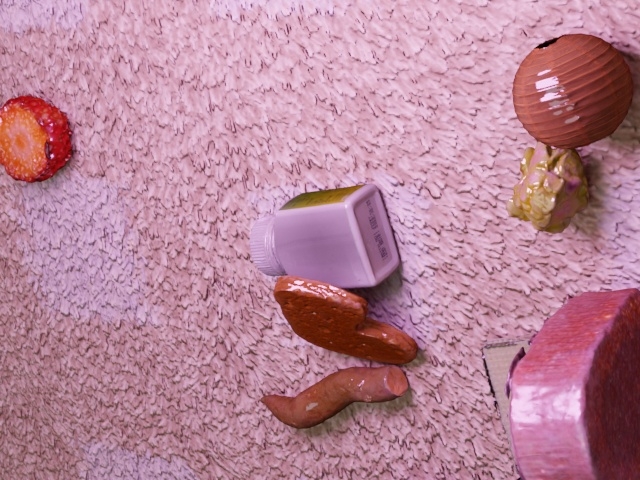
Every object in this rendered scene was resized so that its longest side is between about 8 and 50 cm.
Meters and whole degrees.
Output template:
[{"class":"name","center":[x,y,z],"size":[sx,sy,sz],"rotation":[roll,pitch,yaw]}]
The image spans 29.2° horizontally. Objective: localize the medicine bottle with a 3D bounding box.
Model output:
[{"class":"medicine bottle","center":[0.000,0.000,1.703],"size":[0.188,0.088,0.132],"rotation":[-6,110,37]}]

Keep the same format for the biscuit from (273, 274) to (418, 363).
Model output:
[{"class":"biscuit","center":[0.038,0.109,1.697],"size":[0.186,0.036,0.192],"rotation":[10,154,21]}]

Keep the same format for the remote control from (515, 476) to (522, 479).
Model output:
[{"class":"remote control","center":[0.367,0.398,1.646],"size":[0.266,0.066,0.090],"rotation":[20,122,26]}]

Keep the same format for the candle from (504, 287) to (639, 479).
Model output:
[{"class":"candle","center":[0.354,0.193,1.464],"size":[0.131,0.287,0.317],"rotation":[-11,148,35]}]

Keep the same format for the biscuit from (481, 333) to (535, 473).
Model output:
[{"class":"biscuit","center":[0.309,0.238,1.612],"size":[0.147,0.046,0.250],"rotation":[-14,96,38]}]

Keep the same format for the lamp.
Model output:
[{"class":"lamp","center":[0.285,-0.170,1.396],"size":[0.136,0.136,0.136],"rotation":[15,119,29]}]

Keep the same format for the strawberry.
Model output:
[{"class":"strawberry","center":[-0.456,-0.162,1.947],"size":[0.145,0.086,0.145],"rotation":[15,120,27]}]

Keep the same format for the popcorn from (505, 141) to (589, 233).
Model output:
[{"class":"popcorn","center":[0.273,-0.064,1.477],"size":[0.089,0.097,0.109],"rotation":[28,134,26]}]

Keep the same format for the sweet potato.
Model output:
[{"class":"sweet potato","center":[0.005,0.236,1.829],"size":[0.281,0.059,0.067],"rotation":[-25,87,38]}]
